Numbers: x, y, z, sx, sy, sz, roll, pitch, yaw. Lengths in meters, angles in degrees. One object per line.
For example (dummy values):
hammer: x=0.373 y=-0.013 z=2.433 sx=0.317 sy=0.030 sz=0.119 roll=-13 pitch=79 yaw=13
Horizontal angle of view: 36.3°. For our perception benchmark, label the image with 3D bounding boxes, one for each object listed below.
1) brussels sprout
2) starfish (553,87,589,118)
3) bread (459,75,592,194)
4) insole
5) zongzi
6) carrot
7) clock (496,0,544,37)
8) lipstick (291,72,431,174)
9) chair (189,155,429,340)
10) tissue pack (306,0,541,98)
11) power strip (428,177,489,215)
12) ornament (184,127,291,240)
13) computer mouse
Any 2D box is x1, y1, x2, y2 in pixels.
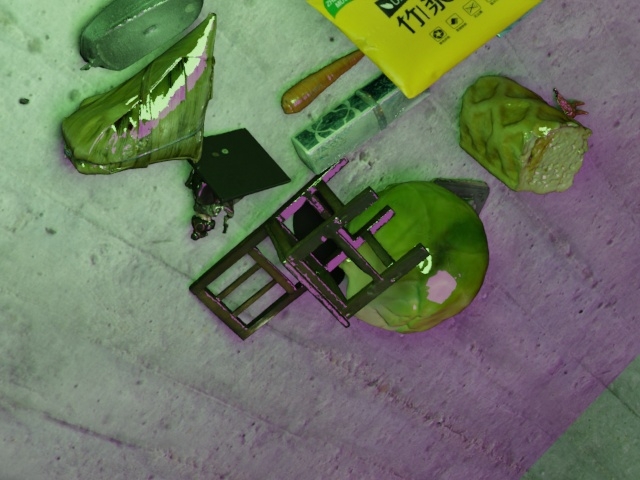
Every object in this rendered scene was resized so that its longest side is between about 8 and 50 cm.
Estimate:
brussels sprout: x=0.202 y=0.040 z=2.109 sx=0.344 sy=0.344 sz=0.268 roll=-50 pitch=165 yaw=7
starfish: x=0.566 y=-0.302 z=2.273 sx=0.133 sy=0.041 sz=0.130 roll=-40 pitch=138 yaw=-4
bread: x=0.429 y=-0.220 z=2.074 sx=0.196 sy=0.252 sz=0.239 roll=-23 pitch=138 yaw=-20
insole: x=0.000 y=0.000 z=2.102 sx=0.109 sy=0.007 sz=0.322 roll=-28 pitch=137 yaw=-14
zongzi: x=-0.289 y=-0.235 z=1.566 sx=0.250 sy=0.125 sz=0.274 roll=-18 pitch=144 yaw=-34
carrot: x=0.012 y=-0.307 z=1.832 sx=0.216 sy=0.048 sz=0.048 roll=-38 pitch=139 yaw=-14
clock: x=0.428 y=-0.534 z=1.879 sx=0.262 sy=0.116 sz=0.231 roll=-40 pitch=180 yaw=-2
lipstick: x=0.079 y=-0.241 z=1.909 sx=0.289 sy=0.077 sz=0.076 roll=-37 pitch=139 yaw=-6
chair: x=-0.034 y=0.059 z=1.889 sx=0.416 sy=0.240 sz=0.203 roll=-42 pitch=118 yaw=5
tissue pack: x=0.193 y=-0.459 z=1.550 sx=0.293 sy=0.228 sz=0.382 roll=39 pitch=127 yaw=-23
power strip: x=0.302 y=-0.039 z=2.265 sx=0.198 sy=0.064 sz=0.213 roll=-1 pitch=125 yaw=-35
ornament: x=-0.185 y=-0.081 z=1.801 sx=0.153 sy=0.166 sz=0.196 roll=-18 pitch=147 yaw=-37
computer mouse: x=-0.291 y=-0.345 z=1.541 sx=0.229 sy=0.068 sz=0.113 roll=-30 pitch=154 yaw=2
